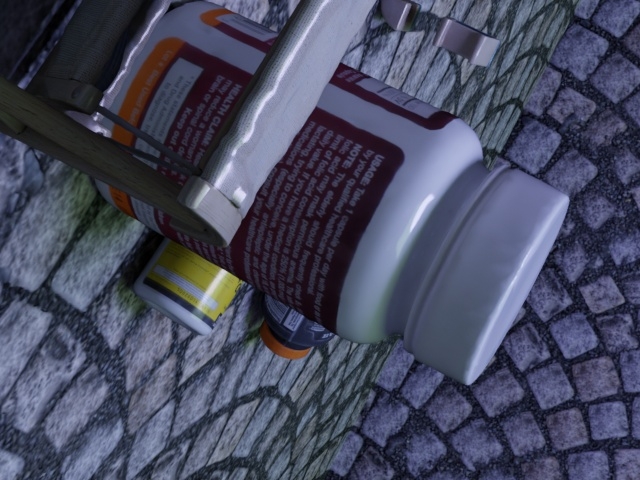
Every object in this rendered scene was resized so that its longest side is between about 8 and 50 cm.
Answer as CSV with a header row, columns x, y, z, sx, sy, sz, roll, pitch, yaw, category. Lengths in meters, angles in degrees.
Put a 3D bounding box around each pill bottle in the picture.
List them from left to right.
x,y,z,sx,sy,sz,roll,pitch,yaw,category
-0.122,0.007,1.117,0.184,0.103,0.103,-58,163,-12,pill bottle
-0.007,0.069,1.482,0.130,0.130,0.245,-39,163,-52,pill bottle
0.008,-0.044,0.912,0.224,0.392,0.224,-53,161,-26,pill bottle

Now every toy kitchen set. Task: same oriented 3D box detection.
x,y,z,sx,sy,sz,roll,pitch,yaw,category
0.201,-0.367,1.365,0.122,0.166,0.207,-23,139,-64,toy kitchen set

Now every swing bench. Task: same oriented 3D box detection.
x,y,z,sx,sy,sz,roll,pitch,yaw,category
-0.092,-0.155,0.676,0.253,0.255,0.165,-59,163,-9,swing bench
